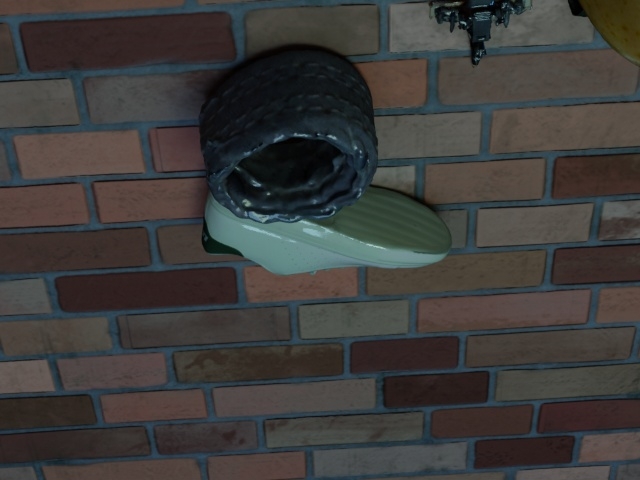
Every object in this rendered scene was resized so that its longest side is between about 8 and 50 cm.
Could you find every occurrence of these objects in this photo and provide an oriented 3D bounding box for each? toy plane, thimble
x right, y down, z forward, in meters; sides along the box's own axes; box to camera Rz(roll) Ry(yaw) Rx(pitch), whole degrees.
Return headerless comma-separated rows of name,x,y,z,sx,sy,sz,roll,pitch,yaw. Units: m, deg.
toy plane,0.204,-0.276,2.042,0.135,0.062,0.188,-4,138,-1
thimble,-0.042,-0.133,2.105,0.236,0.172,0.205,-3,135,1

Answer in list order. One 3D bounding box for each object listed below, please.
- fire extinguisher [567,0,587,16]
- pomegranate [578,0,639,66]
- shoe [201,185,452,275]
fire extinguisher,0.466,-0.315,1.998,0.294,0.118,0.093,4,172,-9
pomegranate,0.454,-0.353,1.736,0.411,0.411,0.411,-2,138,-2
shoe,0.000,0.000,2.288,0.363,0.132,0.160,14,135,-13
